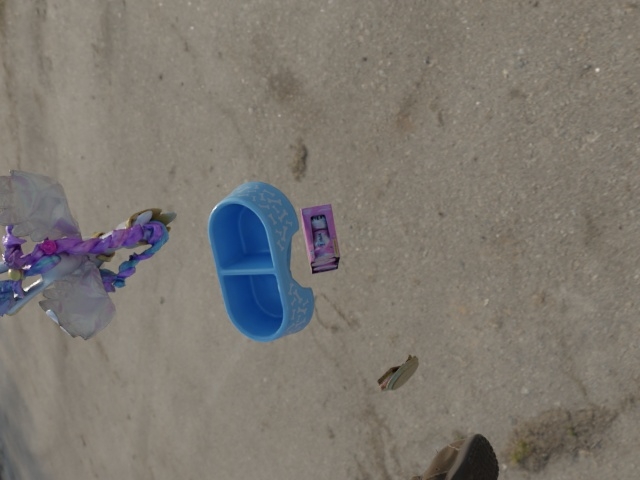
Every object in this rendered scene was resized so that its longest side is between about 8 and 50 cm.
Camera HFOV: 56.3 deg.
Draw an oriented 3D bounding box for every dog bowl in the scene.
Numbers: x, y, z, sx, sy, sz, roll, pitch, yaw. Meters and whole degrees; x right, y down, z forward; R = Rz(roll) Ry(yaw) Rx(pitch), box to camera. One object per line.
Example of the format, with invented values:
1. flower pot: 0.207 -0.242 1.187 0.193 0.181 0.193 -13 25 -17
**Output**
1. dog bowl: -0.113 0.046 1.077 0.166 0.074 0.297 -3 104 31

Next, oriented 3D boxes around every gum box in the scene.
1. gum box: 0.000 0.000 1.223 0.188 0.062 0.107 91 169 -79

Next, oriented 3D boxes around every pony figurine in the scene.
1. pony figurine: -0.484 0.033 1.114 0.363 0.351 0.303 -21 93 20

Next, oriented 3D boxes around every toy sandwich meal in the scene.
1. toy sandwich meal: 0.136 0.230 1.044 0.029 0.085 0.085 43 136 29

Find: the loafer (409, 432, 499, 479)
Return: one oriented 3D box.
1. loafer: 0.219 0.507 1.118 0.130 0.366 0.134 -28 89 39
